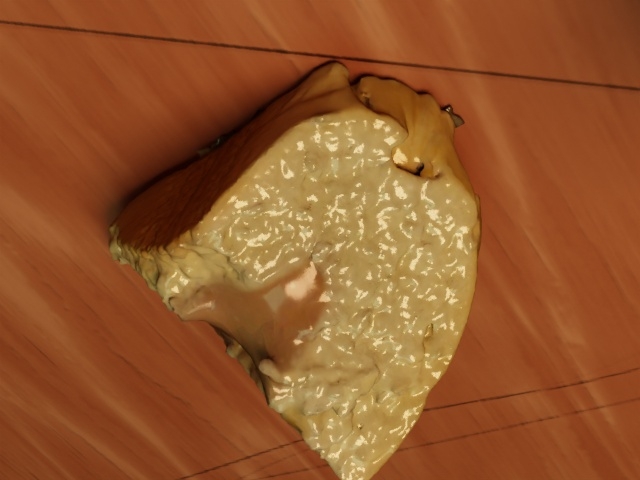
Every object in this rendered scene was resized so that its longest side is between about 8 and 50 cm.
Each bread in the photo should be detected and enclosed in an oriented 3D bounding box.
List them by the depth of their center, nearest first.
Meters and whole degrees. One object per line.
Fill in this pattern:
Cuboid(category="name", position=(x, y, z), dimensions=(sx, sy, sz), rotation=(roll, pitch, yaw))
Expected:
Cuboid(category="bread", position=(0.000, -0.007, 0.793), dimensions=(0.184, 0.224, 0.211), rotation=(41, 89, -21))
